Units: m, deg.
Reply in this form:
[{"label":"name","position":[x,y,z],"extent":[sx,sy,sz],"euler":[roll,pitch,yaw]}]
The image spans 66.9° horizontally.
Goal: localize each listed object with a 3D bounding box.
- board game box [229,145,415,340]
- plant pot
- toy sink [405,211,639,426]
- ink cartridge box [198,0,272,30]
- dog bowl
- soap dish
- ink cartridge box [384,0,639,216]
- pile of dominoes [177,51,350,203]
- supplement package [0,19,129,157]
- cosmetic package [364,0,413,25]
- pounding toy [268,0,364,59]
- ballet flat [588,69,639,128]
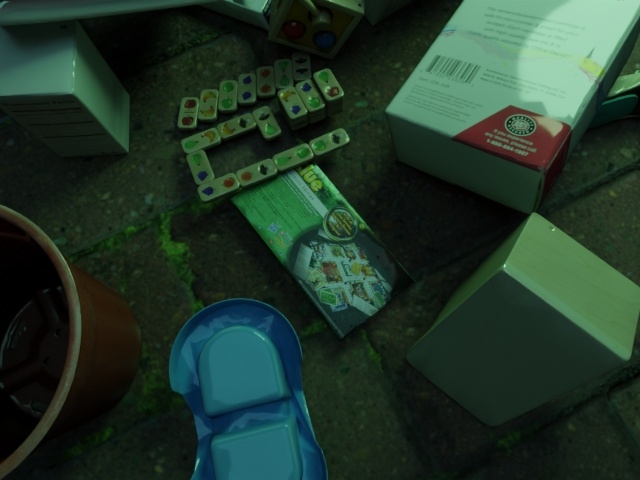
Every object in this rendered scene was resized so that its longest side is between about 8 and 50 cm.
[{"label":"board game box","position":[0.000,0.000,0.699],"extent":[0.136,0.030,0.259],"euler":[-37,79,-7]},{"label":"plant pot","position":[-0.343,0.120,0.543],"extent":[0.272,0.265,0.272],"euler":[0,76,0]},{"label":"toy sink","position":[0.241,0.106,0.609],"extent":[0.153,0.234,0.131],"euler":[38,49,9]},{"label":"ink cartridge box","position":[-0.094,-0.464,0.804],"extent":[0.224,0.045,0.223],"euler":[22,77,5]},{"label":"dog bowl","position":[-0.090,0.226,0.618],"extent":[0.166,0.074,0.297],"euler":[-13,76,-4]},{"label":"soap dish","position":[-0.288,-0.356,0.618],"extent":[0.291,0.118,0.229],"euler":[-16,32,-20]},{"label":"ink cartridge box","position":[0.268,-0.219,0.674],"extent":[0.226,0.131,0.306],"euler":[30,76,28]},{"label":"pile of dominoes","position":[-0.093,-0.187,0.722],"extent":[0.251,0.040,0.196],"euler":[-24,68,-7]},{"label":"supplement package","position":[-0.346,-0.198,0.665],"extent":[0.105,0.179,0.105],"euler":[-4,76,-2]},{"label":"cosmetic package","position":[0.200,-0.522,0.739],"extent":[0.365,0.197,0.155],"euler":[-35,89,-7]},{"label":"pounding toy","position":[-0.011,-0.338,0.702],"extent":[0.130,0.141,0.100],"euler":[9,71,-22]},{"label":"ballet flat","position":[0.476,-0.230,0.740],"extent":[0.248,0.086,0.086],"euler":[-10,76,-2]}]
